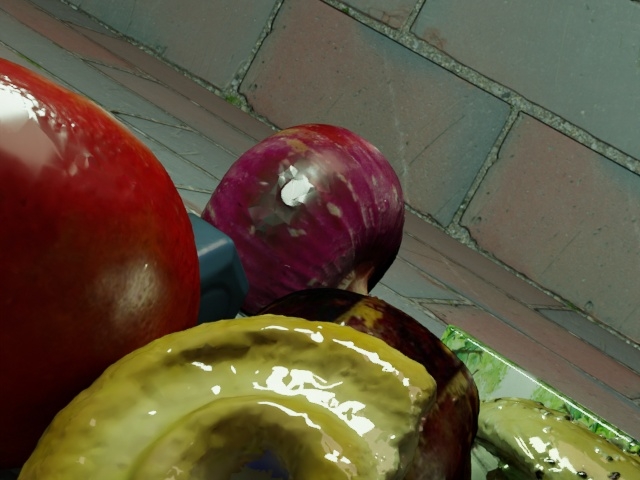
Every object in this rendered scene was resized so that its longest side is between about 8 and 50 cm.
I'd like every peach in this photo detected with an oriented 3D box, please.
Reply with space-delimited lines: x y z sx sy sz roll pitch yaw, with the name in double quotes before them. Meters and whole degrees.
"peach" -0.194 0.033 0.900 0.201 0.258 0.361 15 -18 49

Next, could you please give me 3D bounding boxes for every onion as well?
"onion" -0.022 -0.022 1.786 0.272 0.256 0.230 15 -8 15

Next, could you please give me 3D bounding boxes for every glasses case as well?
"glasses case" 0.246 0.209 1.749 0.272 0.095 0.062 33 6 25

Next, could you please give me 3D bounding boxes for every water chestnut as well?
"water chestnut" 0.010 0.154 0.970 0.238 0.224 0.224 43 9 -4

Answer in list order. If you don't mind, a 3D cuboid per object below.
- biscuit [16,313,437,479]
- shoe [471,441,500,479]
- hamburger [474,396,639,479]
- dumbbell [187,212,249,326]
"biscuit" -0.064 0.148 0.785 0.213 0.274 0.091 8 -38 16
"shoe" 0.203 0.250 1.405 0.274 0.098 0.103 24 14 -33
"hamburger" 0.218 0.250 1.218 0.288 0.168 0.192 28 7 0
"dumbbell" -0.221 -0.004 1.338 0.324 0.160 0.144 33 10 25
